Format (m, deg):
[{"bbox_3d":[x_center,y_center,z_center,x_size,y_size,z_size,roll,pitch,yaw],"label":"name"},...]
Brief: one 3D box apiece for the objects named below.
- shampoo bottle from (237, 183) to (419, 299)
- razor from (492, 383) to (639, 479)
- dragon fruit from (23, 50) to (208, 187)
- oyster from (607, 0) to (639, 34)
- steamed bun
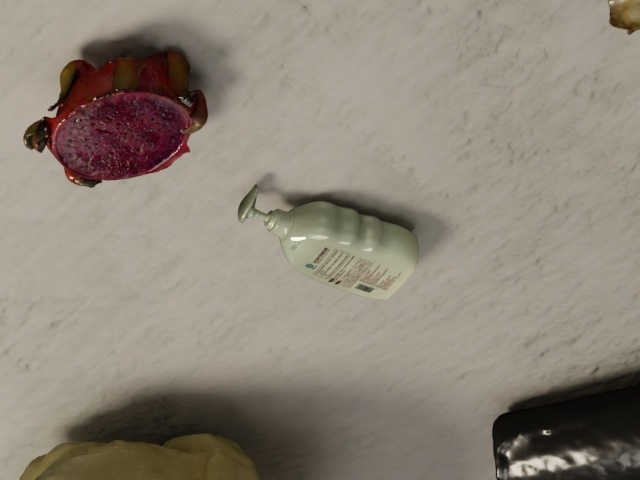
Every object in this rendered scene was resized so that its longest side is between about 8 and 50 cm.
[{"bbox_3d":[0.000,0.000,1.419,0.152,0.045,0.077,19,136,-22],"label":"shampoo bottle"},{"bbox_3d":[0.329,0.192,1.587,0.327,0.107,0.189,-15,135,16],"label":"razor"},{"bbox_3d":[-0.151,-0.097,1.302,0.126,0.068,0.112,-25,144,8],"label":"dragon fruit"},{"bbox_3d":[0.388,-0.210,1.153,0.396,0.111,0.204,-4,135,10],"label":"oyster"},{"bbox_3d":[-0.141,0.312,1.627,0.325,0.230,0.372,33,143,10],"label":"steamed bun"}]
